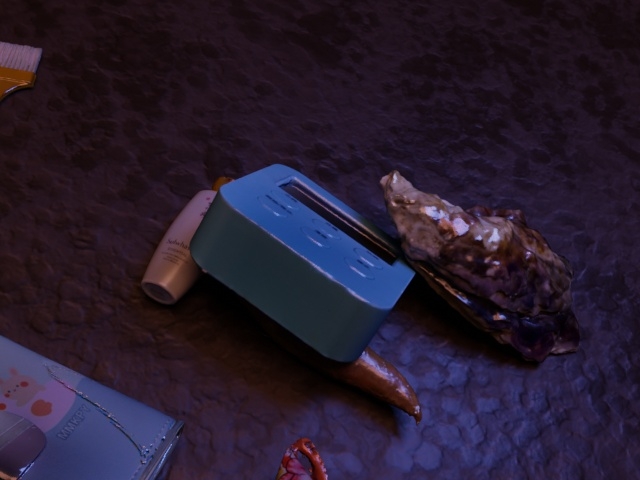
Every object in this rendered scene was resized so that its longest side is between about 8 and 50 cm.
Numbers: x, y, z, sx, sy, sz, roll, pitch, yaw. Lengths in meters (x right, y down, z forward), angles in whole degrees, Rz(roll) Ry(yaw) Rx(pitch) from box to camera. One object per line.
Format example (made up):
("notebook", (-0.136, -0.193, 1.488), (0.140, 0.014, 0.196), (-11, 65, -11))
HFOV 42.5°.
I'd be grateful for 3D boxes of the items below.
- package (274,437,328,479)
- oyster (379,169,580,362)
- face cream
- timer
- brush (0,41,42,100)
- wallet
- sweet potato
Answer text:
("package", (-0.004, 0.358, 0.756), (0.223, 0.108, 0.288), (33, 62, 2))
("oyster", (0.218, 0.021, 1.033), (0.271, 0.100, 0.275), (-3, 55, -45))
("face cream", (-0.149, -0.003, 0.993), (0.072, 0.051, 0.182), (22, 52, 12))
("timer", (0.000, 0.000, 0.963), (0.232, 0.091, 0.250), (34, 30, 5))
("brush", (-0.433, -0.160, 1.050), (0.103, 0.013, 0.272), (8, 55, -9))
("wallet", (-0.280, 0.187, 0.798), (0.251, 0.075, 0.176), (25, 35, 3))
("sweet potato", (-0.012, 0.110, 0.949), (0.314, 0.072, 0.066), (40, 14, 9))
